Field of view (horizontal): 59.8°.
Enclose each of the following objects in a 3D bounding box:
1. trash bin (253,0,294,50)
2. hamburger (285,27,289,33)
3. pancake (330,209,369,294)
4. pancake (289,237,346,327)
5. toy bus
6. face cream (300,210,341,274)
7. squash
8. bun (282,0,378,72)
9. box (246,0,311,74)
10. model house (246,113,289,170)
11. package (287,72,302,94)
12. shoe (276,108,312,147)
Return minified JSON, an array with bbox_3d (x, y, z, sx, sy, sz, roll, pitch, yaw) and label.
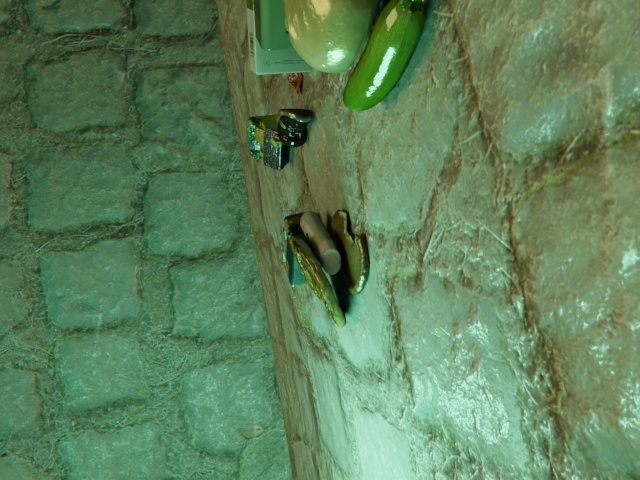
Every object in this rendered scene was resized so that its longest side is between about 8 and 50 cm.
[{"bbox_3d":[-0.094,-0.773,1.693,0.344,0.222,0.158,95,160,-46],"label":"trash bin"},{"bbox_3d":[-0.012,-0.698,1.545,0.282,0.155,0.246,-135,43,-73],"label":"hamburger"},{"bbox_3d":[0.088,0.032,1.773,0.286,0.033,0.289,122,138,-67],"label":"pancake"},{"bbox_3d":[-0.008,0.140,1.893,0.356,0.065,0.356,57,172,13],"label":"pancake"},{"bbox_3d":[-0.068,0.036,2.132,0.275,0.138,0.167,97,157,-46],"label":"toy bus"},{"bbox_3d":[0.000,0.000,1.885,0.269,0.073,0.107,-119,16,-52],"label":"face cream"},{"bbox_3d":[0.142,-0.404,1.233,0.395,0.107,0.107,125,135,-64],"label":"squash"},{"bbox_3d":[0.016,-0.578,1.282,0.364,0.202,0.365,-169,90,-76],"label":"bun"},{"bbox_3d":[-0.140,-0.727,1.890,0.106,0.199,0.300,-125,31,-56],"label":"box"},{"bbox_3d":[-0.216,-0.407,2.376,0.211,0.170,0.194,-118,28,-49],"label":"model house"},{"bbox_3d":[-0.094,-0.609,2.101,0.111,0.033,0.077,53,126,35],"label":"package"},{"bbox_3d":[-0.106,-0.417,2.077,0.291,0.114,0.137,-171,79,-76],"label":"shoe"}]
